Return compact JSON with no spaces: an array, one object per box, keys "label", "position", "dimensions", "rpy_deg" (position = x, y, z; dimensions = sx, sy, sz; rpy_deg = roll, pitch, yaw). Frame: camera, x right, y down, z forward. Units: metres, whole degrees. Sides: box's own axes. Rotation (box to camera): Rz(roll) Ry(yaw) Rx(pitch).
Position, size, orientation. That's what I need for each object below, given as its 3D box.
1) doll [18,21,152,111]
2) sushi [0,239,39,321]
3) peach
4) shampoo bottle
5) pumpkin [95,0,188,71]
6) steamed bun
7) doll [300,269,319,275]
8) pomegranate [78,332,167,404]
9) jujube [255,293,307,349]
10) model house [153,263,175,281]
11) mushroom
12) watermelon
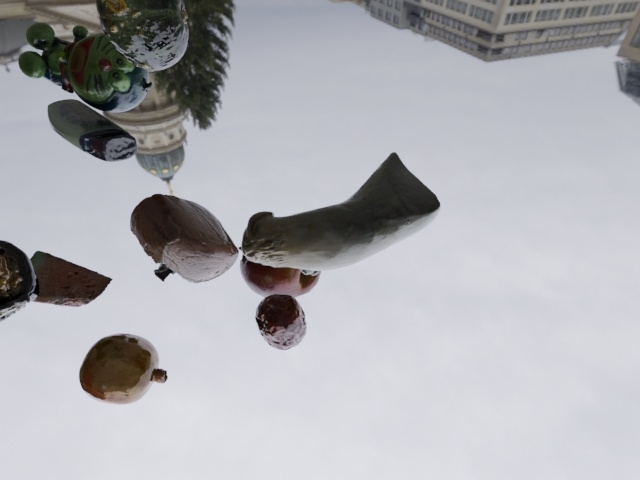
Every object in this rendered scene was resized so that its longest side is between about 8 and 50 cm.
[{"label":"doll","position":[-0.608,-0.463,1.088],"dimensions":[0.323,0.198,0.186],"rpy_deg":[21,-178,3]},{"label":"sushi","position":[-0.923,0.123,1.120],"dimensions":[0.213,0.203,0.200],"rpy_deg":[-36,-170,-9]},{"label":"peach","position":[-0.180,0.130,1.877],"dimensions":[0.407,0.309,0.335],"rpy_deg":[-15,-179,35]},{"label":"shampoo bottle","position":[-0.652,-0.309,1.120],"dimensions":[0.360,0.078,0.134],"rpy_deg":[32,-139,33]},{"label":"pumpkin","position":[-0.319,-0.410,0.727],"dimensions":[0.147,0.190,0.190],"rpy_deg":[-20,-136,-5]},{"label":"steamed bun","position":[-0.230,0.004,0.686],"dimensions":[0.106,0.175,0.144],"rpy_deg":[-47,-119,9]},{"label":"doll","position":[0.000,0.000,1.413],"dimensions":[0.154,0.227,0.258],"rpy_deg":[4,-163,-8]},{"label":"pomegranate","position":[-0.665,0.445,1.380],"dimensions":[0.271,0.252,0.228],"rpy_deg":[17,-103,-1]},{"label":"jujube","position":[-0.136,0.286,1.414],"dimensions":[0.175,0.250,0.173],"rpy_deg":[-6,-125,8]},{"label":"model house","position":[-0.690,0.106,1.885],"dimensions":[0.141,0.203,0.164],"rpy_deg":[25,-153,-21]},{"label":"mushroom","position":[0.042,-0.033,0.788],"dimensions":[0.398,0.126,0.177],"rpy_deg":[-26,-108,-26]},{"label":"watermelon","position":[-0.852,0.155,1.359],"dimensions":[0.257,0.139,0.192],"rpy_deg":[11,-131,-17]}]
